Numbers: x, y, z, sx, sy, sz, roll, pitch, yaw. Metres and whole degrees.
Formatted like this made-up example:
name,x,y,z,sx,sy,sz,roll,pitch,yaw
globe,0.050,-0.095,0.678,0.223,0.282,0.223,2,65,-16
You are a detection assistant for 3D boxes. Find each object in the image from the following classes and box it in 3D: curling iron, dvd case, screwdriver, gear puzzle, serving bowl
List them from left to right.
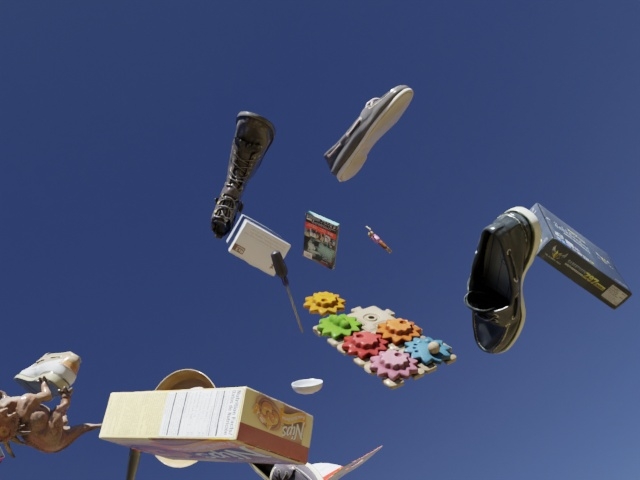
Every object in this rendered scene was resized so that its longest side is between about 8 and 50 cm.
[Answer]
name,x,y,z,sx,sy,sz,roll,pitch,yaw
curling iron,-0.444,0.490,1.625,0.035,0.068,0.274,5,-74,-17
screwdriver,-0.061,0.099,1.296,0.024,0.025,0.169,-20,-77,-7
serving bowl,-0.035,0.391,1.787,0.083,0.083,0.027,-4,-90,-32
dvd case,0.000,0.000,1.523,0.013,0.087,0.119,-33,-43,-46
gear puzzle,0.091,0.160,1.276,0.176,0.339,0.044,-15,-63,-32

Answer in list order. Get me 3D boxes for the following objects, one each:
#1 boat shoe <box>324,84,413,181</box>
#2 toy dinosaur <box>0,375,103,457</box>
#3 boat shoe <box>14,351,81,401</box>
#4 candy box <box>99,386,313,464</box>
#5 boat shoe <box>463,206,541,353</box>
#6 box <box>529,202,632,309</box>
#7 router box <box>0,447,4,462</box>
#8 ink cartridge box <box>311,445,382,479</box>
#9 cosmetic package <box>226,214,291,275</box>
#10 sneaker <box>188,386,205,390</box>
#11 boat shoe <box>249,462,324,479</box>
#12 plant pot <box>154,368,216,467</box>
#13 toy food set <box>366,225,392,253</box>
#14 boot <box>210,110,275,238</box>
name,x,y,z,sx,sy,sz,roll,pitch,yaw
boat shoe,0.111,-0.294,1.758,0.112,0.095,0.335,-21,-23,-47
toy dinosaur,-0.663,0.431,1.552,0.296,0.200,0.127,36,-69,-27
boat shoe,-0.758,0.379,1.887,0.113,0.302,0.103,51,-130,-23
candy box,-0.194,0.315,1.130,0.317,0.087,0.183,-11,-32,33
boat shoe,0.341,0.099,1.332,0.113,0.127,0.340,-19,-47,-32
box,0.570,0.032,1.507,0.233,0.183,0.059,34,-65,-11
router box,-0.546,0.289,0.992,0.133,0.179,0.046,-50,-25,23
ink cartridge box,-0.034,0.696,1.963,0.385,0.091,0.308,-40,-20,17
cosmetic package,-0.146,0.007,1.541,0.117,0.231,0.085,30,-91,-12
sneaker,-0.267,0.383,1.601,0.134,0.070,0.051,7,-69,8
boat shoe,-0.092,0.615,1.746,0.092,0.285,0.102,2,-83,-36
plant pot,-0.334,0.440,1.668,0.236,0.236,0.032,-45,-33,10
toy food set,0.189,0.006,2.171,0.019,0.078,0.122,-45,-74,1
boot,-0.182,-0.137,1.500,0.091,0.229,0.263,18,-27,-2
